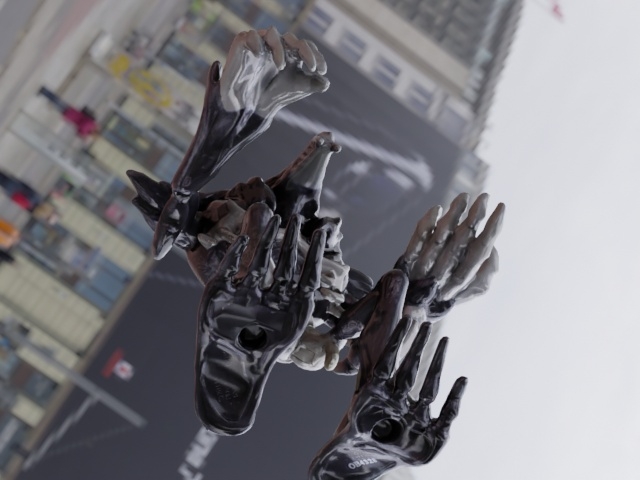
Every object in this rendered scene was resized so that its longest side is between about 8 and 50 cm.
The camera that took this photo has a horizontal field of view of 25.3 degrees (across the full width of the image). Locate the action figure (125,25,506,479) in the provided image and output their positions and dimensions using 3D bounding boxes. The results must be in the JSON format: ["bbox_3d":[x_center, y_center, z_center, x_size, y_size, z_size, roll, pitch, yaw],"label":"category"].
[{"bbox_3d":[0.000,0.000,0.646,0.141,0.164,0.276,-54,-164,11],"label":"action figure"}]
